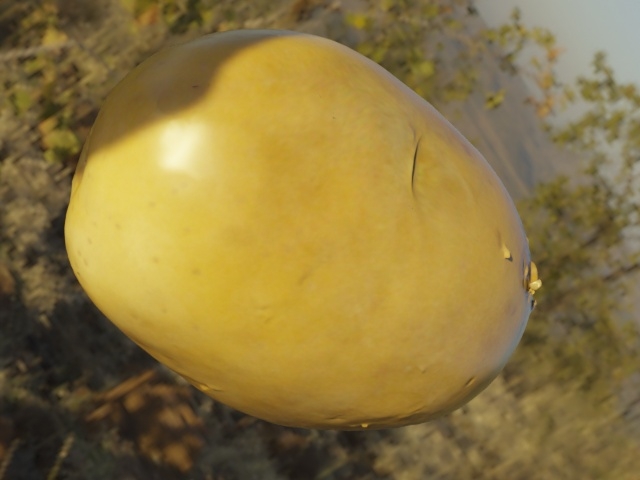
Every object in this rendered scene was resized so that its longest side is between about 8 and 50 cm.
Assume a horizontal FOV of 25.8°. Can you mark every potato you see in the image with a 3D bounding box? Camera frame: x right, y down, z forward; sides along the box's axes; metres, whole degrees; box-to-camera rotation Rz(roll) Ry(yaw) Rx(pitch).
[{"bbox_3d":[0.000,0.000,0.602,0.234,0.146,0.150,32,63,-44],"label":"potato"}]
